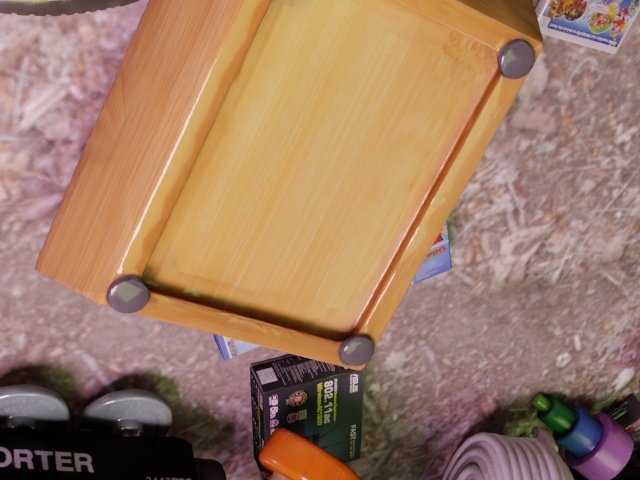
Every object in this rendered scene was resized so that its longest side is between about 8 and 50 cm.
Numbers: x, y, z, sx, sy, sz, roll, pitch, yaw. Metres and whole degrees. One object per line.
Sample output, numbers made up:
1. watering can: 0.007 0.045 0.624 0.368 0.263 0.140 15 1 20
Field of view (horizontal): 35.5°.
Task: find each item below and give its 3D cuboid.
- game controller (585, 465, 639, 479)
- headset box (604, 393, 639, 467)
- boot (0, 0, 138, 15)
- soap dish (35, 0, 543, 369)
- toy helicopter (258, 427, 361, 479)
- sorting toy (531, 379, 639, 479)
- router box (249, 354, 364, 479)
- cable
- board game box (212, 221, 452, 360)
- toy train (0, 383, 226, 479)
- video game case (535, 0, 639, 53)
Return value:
1. game controller: 0.385 0.298 1.129 0.319 0.067 0.166 8 148 -31
2. headset box: 0.333 0.210 1.091 0.062 0.032 0.083 -35 132 3
3. boot: -0.177 -0.192 0.503 0.198 0.077 0.137 -3 121 -24
4. soap dish: -0.014 -0.062 0.621 0.229 0.118 0.291 19 109 -29
5. toy helicopter: 0.027 0.302 0.869 0.140 0.235 0.355 -57 170 -18
6. sorting toy: 0.343 0.077 0.971 0.126 0.127 0.365 37 108 -11
7. router box: -0.011 0.152 0.872 0.092 0.038 0.122 -13 130 -17
8. cable: 0.160 0.307 0.933 0.089 0.257 0.257 17 94 -4
9. board game box: 0.000 0.000 0.763 0.201 0.035 0.136 -21 132 -11
10. toy train: -0.240 0.205 0.743 0.334 0.142 0.190 11 129 -32
11. video game case: 0.212 -0.200 0.729 0.087 0.011 0.122 7 121 -31
